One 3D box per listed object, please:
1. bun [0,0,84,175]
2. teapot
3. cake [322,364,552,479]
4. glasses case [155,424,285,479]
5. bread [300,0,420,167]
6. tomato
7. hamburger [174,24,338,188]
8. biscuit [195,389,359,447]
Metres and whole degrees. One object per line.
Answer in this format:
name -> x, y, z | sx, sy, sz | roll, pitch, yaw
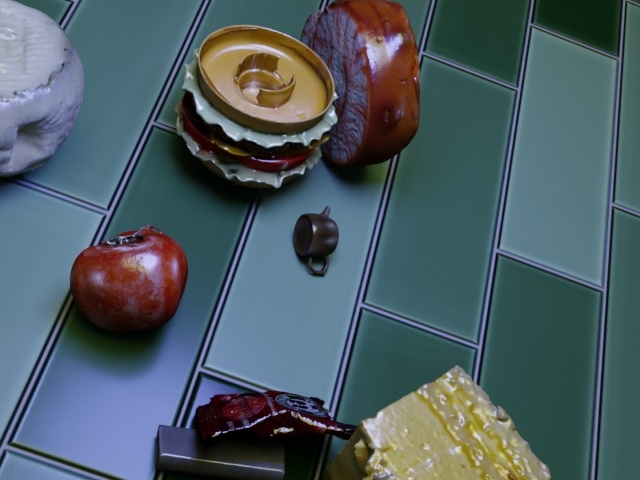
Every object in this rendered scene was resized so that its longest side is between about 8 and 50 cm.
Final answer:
bun -> -0.550, -0.239, 1.758 | 0.360, 0.211, 0.359 | 9, 42, -8
teapot -> 0.000, 0.000, 1.867 | 0.068, 0.076, 0.121 | 4, 81, -28
cake -> 0.133, 0.359, 1.552 | 0.286, 0.227, 0.222 | -24, 66, -34
glasses case -> -0.146, 0.315, 1.599 | 0.191, 0.042, 0.072 | 11, 37, -12
bread -> 0.067, -0.279, 1.941 | 0.114, 0.328, 0.295 | -7, 99, -22
tomato -> -0.288, 0.061, 1.672 | 0.187, 0.151, 0.187 | -9, 21, 4
hamburger -> -0.115, -0.214, 1.888 | 0.274, 0.212, 0.274 | 10, 49, -12
biscuit -> -0.066, 0.262, 1.611 | 0.235, 0.063, 0.151 | 5, 10, -16
